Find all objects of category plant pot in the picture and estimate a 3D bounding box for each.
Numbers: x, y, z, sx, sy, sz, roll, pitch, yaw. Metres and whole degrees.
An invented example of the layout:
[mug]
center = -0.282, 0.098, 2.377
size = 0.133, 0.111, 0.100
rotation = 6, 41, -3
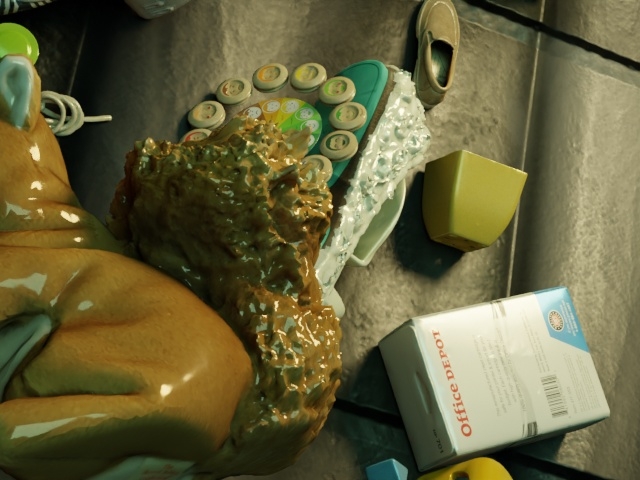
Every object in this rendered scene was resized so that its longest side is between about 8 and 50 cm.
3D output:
[plant pot]
center = 0.150, -0.035, 1.709
size = 0.081, 0.081, 0.083
rotation = 18, 74, -20

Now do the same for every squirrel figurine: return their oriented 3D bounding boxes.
[squirrel figurine]
center = -0.182, 0.034, 1.366
size = 0.397, 0.281, 0.370
rotation = -16, 61, -21

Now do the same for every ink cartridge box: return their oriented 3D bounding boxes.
[ink cartridge box]
center = 0.170, 0.134, 1.650
size = 0.191, 0.082, 0.139
rotation = -10, 75, -28

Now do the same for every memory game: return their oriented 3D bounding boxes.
[memory game]
center = -0.047, -0.107, 1.603
size = 0.186, 0.012, 0.186
rotation = -8, 47, 9

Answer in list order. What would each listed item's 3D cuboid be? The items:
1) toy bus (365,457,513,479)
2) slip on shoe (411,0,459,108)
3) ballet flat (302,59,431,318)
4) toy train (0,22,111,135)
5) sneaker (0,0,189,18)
[toy bus]
center = 0.134, 0.289, 1.512
size = 0.191, 0.104, 0.202
rotation = 19, 52, -61
[slip on shoe]
center = 0.125, -0.206, 1.782
size = 0.051, 0.041, 0.135
rotation = 22, 62, -18
[ballet flat]
center = 0.000, 0.000, 1.595
size = 0.147, 0.147, 0.409
rotation = 39, 59, -9
[toy train]
center = -0.282, -0.147, 1.493
size = 0.248, 0.143, 0.105
rotation = 1, 71, -26
[sneaker]
center = -0.226, -0.268, 1.564
size = 0.366, 0.210, 0.137
rotation = -20, 79, -5
